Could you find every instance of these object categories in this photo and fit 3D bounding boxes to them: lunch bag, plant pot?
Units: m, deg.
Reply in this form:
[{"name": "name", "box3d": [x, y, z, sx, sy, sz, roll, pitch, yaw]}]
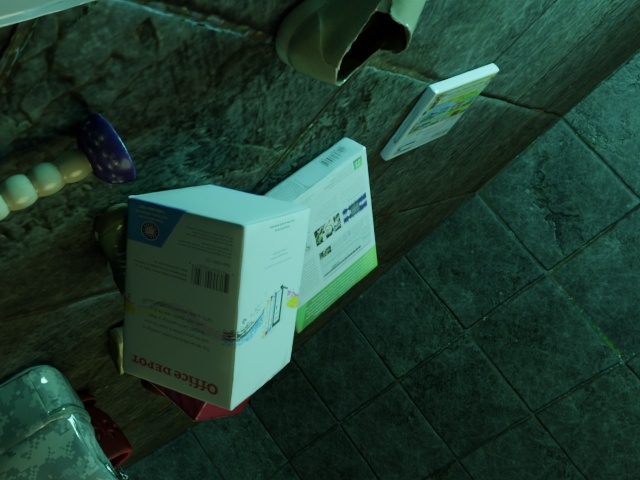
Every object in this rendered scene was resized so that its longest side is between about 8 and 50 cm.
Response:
[{"name": "lunch bag", "box3d": [-0.516, 0.399, 0.954, 0.305, 0.256, 0.212, -32, 166, -23]}, {"name": "plant pot", "box3d": [-0.535, 0.443, 1.241, 0.191, 0.174, 0.191, -35, 168, -9]}]

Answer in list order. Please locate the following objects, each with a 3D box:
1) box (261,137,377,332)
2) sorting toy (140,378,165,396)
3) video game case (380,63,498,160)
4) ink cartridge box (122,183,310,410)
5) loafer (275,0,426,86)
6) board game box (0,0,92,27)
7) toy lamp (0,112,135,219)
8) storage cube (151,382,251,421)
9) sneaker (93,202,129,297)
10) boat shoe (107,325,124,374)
[{"name": "box", "box3d": [0.000, 0.000, 1.062, 0.232, 0.058, 0.322, -38, 141, -24]}, {"name": "sorting toy", "box3d": [-0.315, 0.279, 1.513, 0.365, 0.127, 0.126, -20, 129, -61]}, {"name": "video game case", "box3d": [0.249, -0.271, 1.206, 0.227, 0.026, 0.206, -27, 164, -36]}, {"name": "ink cartridge box", "box3d": [-0.134, 0.062, 0.745, 0.168, 0.171, 0.232, -23, 124, -63]}, {"name": "loafer", "box3d": [0.079, -0.259, 0.625, 0.268, 0.092, 0.102, -38, 167, 0]}, {"name": "board game box", "box3d": [-0.194, -0.208, 0.155, 0.390, 0.050, 0.390, -31, 165, -28]}, {"name": "toy lamp", "box3d": [-0.298, -0.021, 0.481, 0.275, 0.080, 0.080, -34, 167, -27]}, {"name": "storage cube", "box3d": [-0.215, 0.223, 1.146, 0.193, 0.184, 0.215, -58, 158, -1]}, {"name": "sneaker", "box3d": [-0.247, 0.029, 0.764, 0.064, 0.086, 0.192, -31, 166, -27]}, {"name": "boat shoe", "box3d": [-0.375, 0.212, 1.115, 0.059, 0.063, 0.170, -23, 161, -31]}]
